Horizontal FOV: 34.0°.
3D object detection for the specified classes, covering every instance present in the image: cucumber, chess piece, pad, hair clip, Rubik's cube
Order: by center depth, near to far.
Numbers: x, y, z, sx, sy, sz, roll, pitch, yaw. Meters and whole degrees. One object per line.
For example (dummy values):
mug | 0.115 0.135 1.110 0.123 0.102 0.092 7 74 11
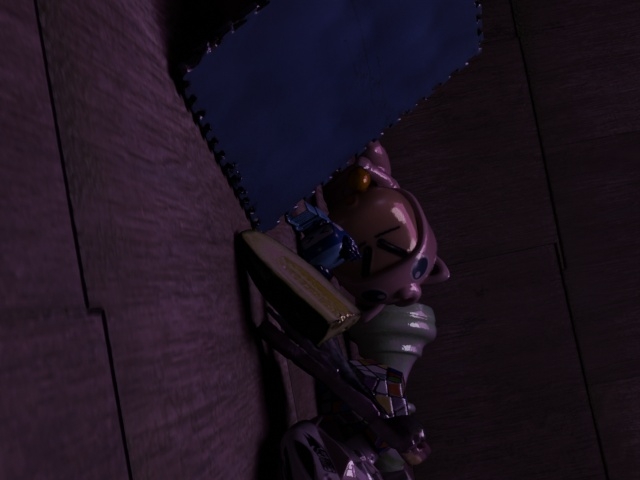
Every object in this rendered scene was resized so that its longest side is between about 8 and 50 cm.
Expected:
cucumber | -0.025 0.036 0.809 0.107 0.035 0.067 43 22 14
pad | 0.025 -0.140 0.810 0.012 0.269 0.270 46 -11 23
hair clip | 0.022 0.113 0.851 0.187 0.056 0.146 50 1 26
Rubik's cube | 0.049 0.181 1.134 0.111 0.111 0.093 -61 167 -82
chess piece | 0.104 0.232 1.556 0.139 0.139 0.272 62 28 -72

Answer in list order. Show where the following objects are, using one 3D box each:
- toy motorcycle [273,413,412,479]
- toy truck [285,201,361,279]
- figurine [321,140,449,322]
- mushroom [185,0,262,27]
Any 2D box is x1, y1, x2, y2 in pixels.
toy motorcycle | 0.007 0.183 0.742 0.254 0.112 0.113 -106 -176 -81
toy truck | 0.000 0.000 1.189 0.074 0.063 0.136 60 4 8
figurine | 0.054 -0.036 1.447 0.186 0.176 0.287 38 32 -56
mushroom | -0.017 -0.269 0.886 0.292 0.211 0.218 -44 128 -74
